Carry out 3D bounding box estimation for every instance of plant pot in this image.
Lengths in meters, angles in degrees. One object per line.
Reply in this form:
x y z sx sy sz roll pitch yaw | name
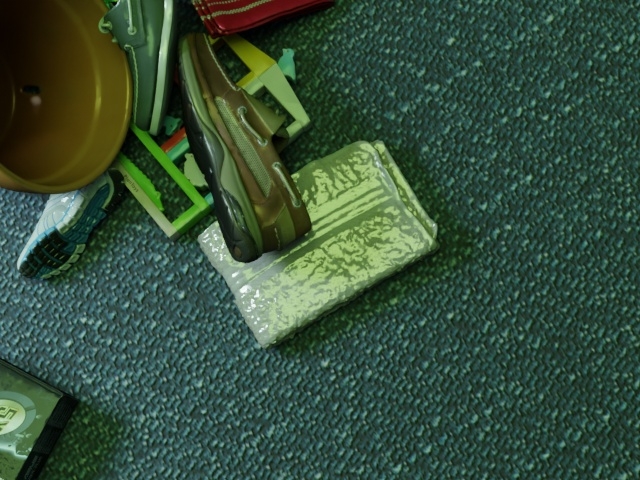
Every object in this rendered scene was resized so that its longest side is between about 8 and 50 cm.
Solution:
-0.417 -0.200 1.709 0.203 0.291 0.291 -3 74 38 | plant pot

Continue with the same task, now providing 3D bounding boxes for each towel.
0.000 0.000 1.722 0.282 0.049 0.187 -31 74 -1 | towel
-0.119 -0.411 1.807 0.198 0.031 0.275 -21 73 -27 | towel

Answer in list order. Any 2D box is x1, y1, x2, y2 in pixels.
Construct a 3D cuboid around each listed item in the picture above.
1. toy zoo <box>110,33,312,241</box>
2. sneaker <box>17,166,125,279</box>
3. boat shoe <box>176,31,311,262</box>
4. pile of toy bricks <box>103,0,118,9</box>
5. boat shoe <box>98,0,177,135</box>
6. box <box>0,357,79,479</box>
-0.148 -0.163 1.789 0.293 0.030 0.192 -41 75 -4 | toy zoo
-0.347 -0.033 1.773 0.191 0.071 0.083 -50 51 -3 | sneaker
-0.101 -0.125 1.702 0.119 0.122 0.324 -16 70 -12 | boat shoe
-0.280 -0.338 1.794 0.212 0.118 0.105 -41 52 -3 | pile of toy bricks
-0.239 -0.299 1.720 0.099 0.116 0.320 3 103 -2 | boat shoe
-0.426 0.249 1.699 0.147 0.077 0.180 26 81 12 | box
